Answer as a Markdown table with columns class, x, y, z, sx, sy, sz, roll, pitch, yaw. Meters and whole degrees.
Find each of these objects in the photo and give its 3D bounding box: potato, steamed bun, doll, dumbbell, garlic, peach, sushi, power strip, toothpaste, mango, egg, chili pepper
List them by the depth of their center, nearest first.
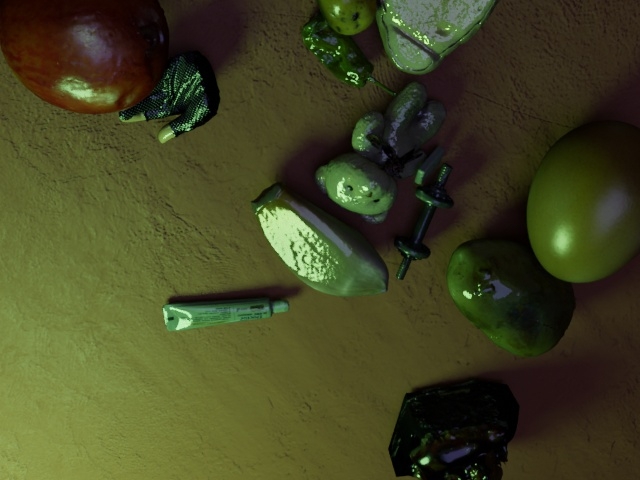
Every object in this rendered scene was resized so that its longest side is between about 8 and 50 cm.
| class | x | y | z | sx | sy | sz | roll | pitch | yaw |
| --- | --- | --- | --- | --- | --- | --- | --- | --- | --- |
| peach | -0.379 | -0.340 | 1.356 | 0.281 | 0.281 | 0.238 | -21 | 156 | 0 |
| mango | 0.029 | -0.453 | 1.440 | 0.098 | 0.137 | 0.195 | -25 | 91 | 7 |
| steamed bun | 0.184 | -0.412 | 1.492 | 0.231 | 0.110 | 0.212 | 26 | 113 | 0 |
| chili pepper | 0.049 | -0.327 | 1.523 | 0.204 | 0.073 | 0.072 | 44 | 118 | -10 |
| doll | 0.129 | -0.166 | 1.565 | 0.175 | 0.149 | 0.278 | 35 | 96 | -12 |
| egg | 0.528 | -0.073 | 1.598 | 0.250 | 0.250 | 0.322 | 18 | 101 | -15 |
| power strip | 0.213 | -0.146 | 1.617 | 0.016 | 0.090 | 0.040 | 32 | 147 | 16 |
| garlic | -0.005 | 0.006 | 1.626 | 0.318 | 0.112 | 0.143 | 36 | 124 | -22 |
| dumbbell | 0.206 | -0.035 | 1.659 | 0.082 | 0.081 | 0.254 | 16 | 109 | -15 |
| toothpaste | -0.191 | 0.145 | 1.694 | 0.255 | 0.037 | 0.067 | -6 | 118 | -3 |
| potato | 0.389 | 0.110 | 1.697 | 0.307 | 0.173 | 0.210 | 33 | 105 | -22 |
| sushi | 0.297 | 0.435 | 1.792 | 0.227 | 0.212 | 0.215 | 9 | 111 | -11 |

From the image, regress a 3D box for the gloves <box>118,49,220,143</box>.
| class | x | y | z | sx | sy | sz | roll | pitch | yaw |
| --- | --- | --- | --- | --- | --- | --- | --- | --- | --- |
| gloves | -0.279 | -0.257 | 1.493 | 0.181 | 0.106 | 0.129 | -12 | 135 | 16 |
